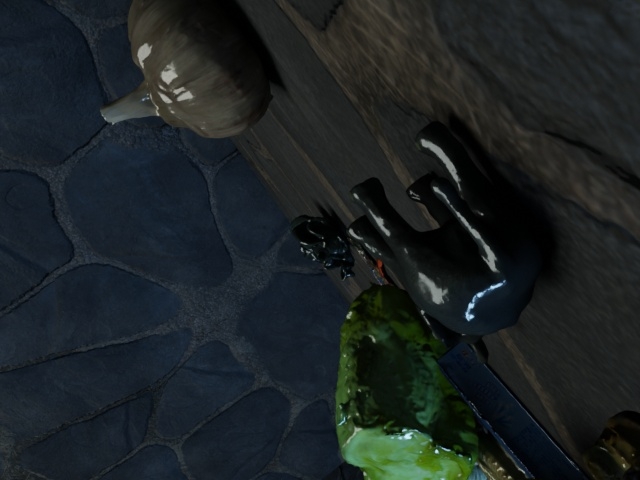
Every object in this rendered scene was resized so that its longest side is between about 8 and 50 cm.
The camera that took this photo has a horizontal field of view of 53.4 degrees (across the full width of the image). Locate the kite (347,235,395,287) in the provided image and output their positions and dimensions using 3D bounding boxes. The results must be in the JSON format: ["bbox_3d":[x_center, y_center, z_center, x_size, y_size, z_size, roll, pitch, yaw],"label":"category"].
[{"bbox_3d":[0.121,0.074,1.149,0.232,0.009,0.189,50,174,29],"label":"kite"}]

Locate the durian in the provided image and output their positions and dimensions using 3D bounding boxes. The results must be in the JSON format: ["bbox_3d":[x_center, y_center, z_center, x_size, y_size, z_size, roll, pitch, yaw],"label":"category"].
[{"bbox_3d":[0.125,0.235,0.961,0.256,0.204,0.340,48,-140,-54],"label":"durian"}]

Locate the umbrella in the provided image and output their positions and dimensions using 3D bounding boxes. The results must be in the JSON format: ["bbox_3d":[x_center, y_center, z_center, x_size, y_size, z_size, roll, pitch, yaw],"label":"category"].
[{"bbox_3d":[0.000,0.003,1.362,0.143,0.094,0.349,58,177,-9],"label":"umbrella"}]

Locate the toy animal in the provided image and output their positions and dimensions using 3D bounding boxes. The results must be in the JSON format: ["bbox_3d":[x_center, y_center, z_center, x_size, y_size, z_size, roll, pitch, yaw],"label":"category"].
[{"bbox_3d":[0.089,0.018,0.469,0.137,0.082,0.269,53,176,21],"label":"toy animal"}]

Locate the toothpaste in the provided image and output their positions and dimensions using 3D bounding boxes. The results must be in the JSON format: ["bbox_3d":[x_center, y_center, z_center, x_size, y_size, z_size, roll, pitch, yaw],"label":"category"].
[{"bbox_3d":[0.253,0.247,0.806,0.272,0.053,0.066,50,179,32],"label":"toothpaste"}]

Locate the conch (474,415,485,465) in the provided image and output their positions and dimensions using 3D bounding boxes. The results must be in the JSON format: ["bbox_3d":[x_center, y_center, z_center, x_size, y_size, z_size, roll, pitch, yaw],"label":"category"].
[{"bbox_3d":[0.265,0.400,1.338,0.245,0.163,0.178,4,157,45],"label":"conch"}]

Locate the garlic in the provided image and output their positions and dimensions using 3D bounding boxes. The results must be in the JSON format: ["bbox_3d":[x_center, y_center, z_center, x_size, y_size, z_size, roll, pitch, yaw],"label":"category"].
[{"bbox_3d":[-0.186,-0.207,0.812,0.218,0.212,0.218,55,-178,-3],"label":"garlic"}]

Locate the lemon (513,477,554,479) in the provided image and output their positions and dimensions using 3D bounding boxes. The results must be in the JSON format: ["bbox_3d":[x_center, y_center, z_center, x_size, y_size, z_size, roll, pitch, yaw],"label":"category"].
[{"bbox_3d":[0.218,0.366,0.590,0.297,0.297,0.297,53,176,5],"label":"lemon"}]

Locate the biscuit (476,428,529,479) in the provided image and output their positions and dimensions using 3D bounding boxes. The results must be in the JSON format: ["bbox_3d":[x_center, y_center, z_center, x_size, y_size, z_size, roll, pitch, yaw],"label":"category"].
[{"bbox_3d":[0.325,0.386,0.962,0.259,0.079,0.259,52,176,5],"label":"biscuit"}]

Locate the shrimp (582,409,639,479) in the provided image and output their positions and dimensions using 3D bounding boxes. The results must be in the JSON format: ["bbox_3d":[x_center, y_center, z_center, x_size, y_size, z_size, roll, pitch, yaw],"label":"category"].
[{"bbox_3d":[0.263,0.207,0.355,0.253,0.058,0.173,48,-178,41],"label":"shrimp"}]

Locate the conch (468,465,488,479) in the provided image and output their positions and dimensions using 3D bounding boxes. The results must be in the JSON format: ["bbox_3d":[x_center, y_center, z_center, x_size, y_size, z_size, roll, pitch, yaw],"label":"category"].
[{"bbox_3d":[0.372,0.539,1.446,0.172,0.131,0.200,17,-177,38],"label":"conch"}]
